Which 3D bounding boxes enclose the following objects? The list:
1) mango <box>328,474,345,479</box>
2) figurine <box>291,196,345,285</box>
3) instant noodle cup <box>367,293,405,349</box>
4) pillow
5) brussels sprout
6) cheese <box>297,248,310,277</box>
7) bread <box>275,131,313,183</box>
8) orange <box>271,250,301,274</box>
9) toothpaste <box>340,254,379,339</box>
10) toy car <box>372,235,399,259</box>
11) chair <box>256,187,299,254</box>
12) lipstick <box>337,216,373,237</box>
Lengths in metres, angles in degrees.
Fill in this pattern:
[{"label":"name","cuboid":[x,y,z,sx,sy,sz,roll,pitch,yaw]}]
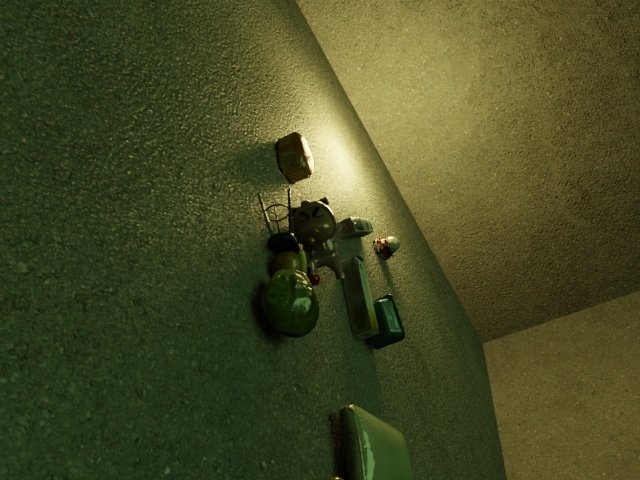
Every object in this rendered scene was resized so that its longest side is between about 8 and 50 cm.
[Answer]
[{"label":"mango","cuboid":[0.049,0.631,1.237,0.079,0.057,0.114,-16,85,-76]},{"label":"figurine","cuboid":[0.000,0.000,1.679,0.186,0.176,0.287,137,-56,-86]},{"label":"instant noodle cup","cuboid":[0.219,0.303,1.884,0.070,0.157,0.179,9,57,-46]},{"label":"pillow","cuboid":[0.164,0.619,1.434,0.322,0.119,0.255,45,29,-43]},{"label":"brussels sprout","cuboid":[-0.078,0.169,1.341,0.161,0.144,0.181,21,49,-11]},{"label":"cheese","cuboid":[-0.064,0.110,1.539,0.036,0.086,0.162,-8,87,-42]},{"label":"bread","cuboid":[-0.089,-0.310,1.886,0.132,0.114,0.190,39,38,-53]},{"label":"orange","cuboid":[-0.097,0.076,1.465,0.085,0.085,0.095,52,38,-31]},{"label":"toothpaste","cuboid":[0.140,0.205,1.882,0.071,0.089,0.313,30,40,-46]},{"label":"toy car","cuboid":[0.334,0.024,2.503,0.139,0.112,0.112,21,48,-62]},{"label":"chair","cuboid":[-0.130,-0.053,1.535,0.095,0.104,0.222,6,51,-32]},{"label":"lipstick","cuboid":[0.157,-0.056,2.226,0.077,0.076,0.289,66,19,8]}]
